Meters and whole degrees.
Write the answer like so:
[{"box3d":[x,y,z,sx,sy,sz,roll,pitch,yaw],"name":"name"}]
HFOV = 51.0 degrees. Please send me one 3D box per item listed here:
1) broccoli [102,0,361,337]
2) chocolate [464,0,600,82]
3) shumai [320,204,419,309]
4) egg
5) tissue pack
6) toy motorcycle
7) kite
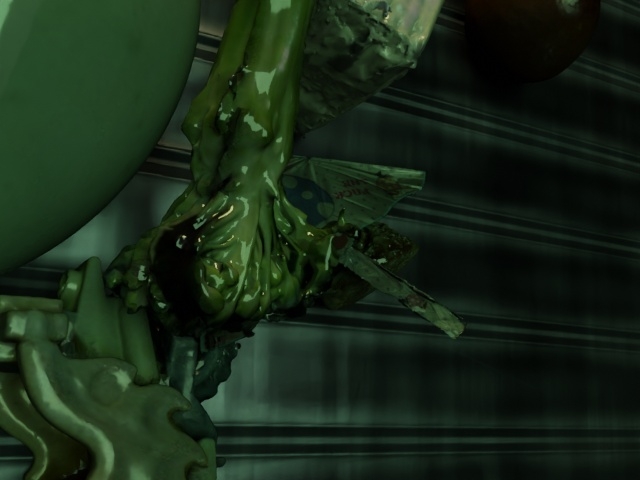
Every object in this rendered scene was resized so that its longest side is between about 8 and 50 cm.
[{"box3d":[-0.057,-0.078,0.505,0.165,0.145,0.304,7,98,-49],"name":"broccoli"},{"box3d":[0.272,-0.288,0.844,0.177,0.177,0.176,6,78,-27],"name":"chocolate"},{"box3d":[0.036,0.010,0.706,0.124,0.099,0.087,-25,74,-44],"name":"shumai"},{"box3d":[-0.241,-0.136,0.473,0.276,0.276,0.389,38,62,-17],"name":"egg"},{"box3d":[0.046,-0.291,0.676,0.125,0.242,0.343,31,68,-21],"name":"tissue pack"},{"box3d":[-0.182,0.204,0.506,0.237,0.169,0.410,19,62,-32],"name":"toy motorcycle"},{"box3d":[0.000,0.000,0.643,0.314,0.011,0.335,37,52,17],"name":"kite"}]
